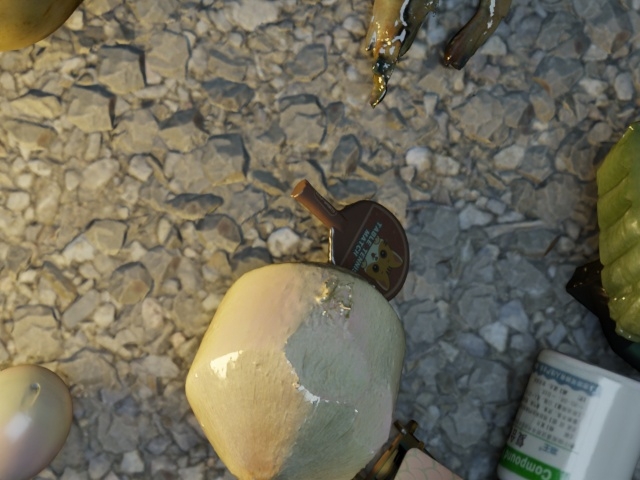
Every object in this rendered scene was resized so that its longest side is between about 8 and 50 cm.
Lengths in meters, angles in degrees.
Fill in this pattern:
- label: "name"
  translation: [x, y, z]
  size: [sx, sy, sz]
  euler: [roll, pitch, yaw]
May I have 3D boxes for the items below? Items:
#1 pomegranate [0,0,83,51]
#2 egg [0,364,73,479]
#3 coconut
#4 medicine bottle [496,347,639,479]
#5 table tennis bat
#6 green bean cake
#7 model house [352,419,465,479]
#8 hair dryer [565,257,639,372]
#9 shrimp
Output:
- label: "pomegranate"
  translation: [-0.315, -0.322, 1.420]
  size: [0.319, 0.319, 0.319]
  euler: [0, 93, -7]
- label: "egg"
  translation: [-0.307, 0.187, 1.537]
  size: [0.103, 0.103, 0.135]
  euler: [37, 90, -8]
- label: "coconut"
  translation: [-0.022, 0.143, 1.502]
  size: [0.224, 0.234, 0.224]
  euler: [7, 129, 8]
- label: "medicine bottle"
  translation: [0.254, 0.241, 1.598]
  size: [0.139, 0.139, 0.236]
  euler: [20, 92, -8]
- label: "table tennis bat"
  translation: [0.000, 0.000, 1.617]
  size: [0.170, 0.119, 0.107]
  euler: [43, 60, -29]
- label: "green bean cake"
  translation: [0.392, -0.006, 1.523]
  size: [0.223, 0.125, 0.227]
  euler: [6, 72, -12]
- label: "model house"
  translation: [0.038, 0.345, 1.522]
  size: [0.169, 0.244, 0.326]
  euler: [37, 89, -10]
- label: "hair dryer"
  translation: [0.433, 0.028, 1.638]
  size: [0.244, 0.116, 0.302]
  euler: [40, 75, -6]
- label: "shrimp"
  translation: [0.126, -0.247, 1.598]
  size: [0.145, 0.059, 0.254]
  euler: [14, 86, -18]
